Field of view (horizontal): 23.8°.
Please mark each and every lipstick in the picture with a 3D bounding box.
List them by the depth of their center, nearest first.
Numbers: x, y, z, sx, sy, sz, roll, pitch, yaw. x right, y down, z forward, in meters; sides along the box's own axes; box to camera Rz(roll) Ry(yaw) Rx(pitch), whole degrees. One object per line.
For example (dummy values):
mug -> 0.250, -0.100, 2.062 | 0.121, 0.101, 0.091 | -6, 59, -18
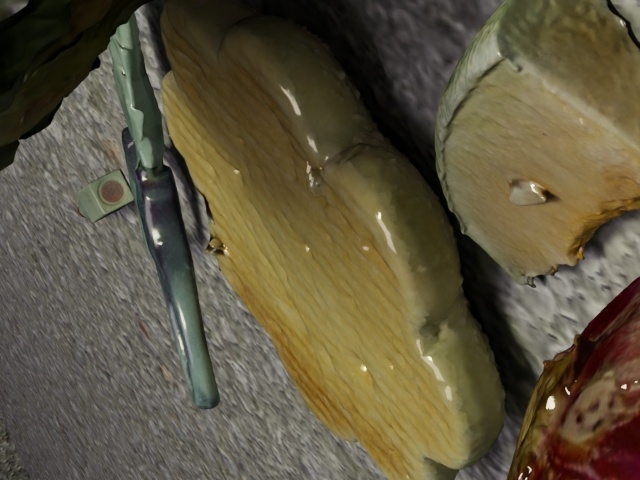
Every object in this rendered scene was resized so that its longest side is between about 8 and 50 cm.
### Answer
lipstick -> -0.190, -0.033, 1.291 | 0.030, 0.030, 0.129 | 62, 161, -3

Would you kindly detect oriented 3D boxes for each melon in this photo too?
melon -> 0.083, -0.033, 0.604 | 0.098, 0.054, 0.182 | 45, 160, 1

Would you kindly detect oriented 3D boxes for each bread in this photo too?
bread -> 0.000, 0.000, 0.826 | 0.316, 0.054, 0.316 | 52, 160, 28

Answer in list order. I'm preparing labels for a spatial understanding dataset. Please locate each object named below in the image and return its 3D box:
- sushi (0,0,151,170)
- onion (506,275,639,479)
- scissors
sushi -> -0.155, -0.135, 0.634 | 0.178, 0.294, 0.352 | 44, 121, -5
onion -> 0.163, 0.087, 0.441 | 0.218, 0.140, 0.195 | 20, 154, 3
scissors -> -0.122, -0.099, 0.979 | 0.256, 0.029, 0.383 | -115, 14, -55
